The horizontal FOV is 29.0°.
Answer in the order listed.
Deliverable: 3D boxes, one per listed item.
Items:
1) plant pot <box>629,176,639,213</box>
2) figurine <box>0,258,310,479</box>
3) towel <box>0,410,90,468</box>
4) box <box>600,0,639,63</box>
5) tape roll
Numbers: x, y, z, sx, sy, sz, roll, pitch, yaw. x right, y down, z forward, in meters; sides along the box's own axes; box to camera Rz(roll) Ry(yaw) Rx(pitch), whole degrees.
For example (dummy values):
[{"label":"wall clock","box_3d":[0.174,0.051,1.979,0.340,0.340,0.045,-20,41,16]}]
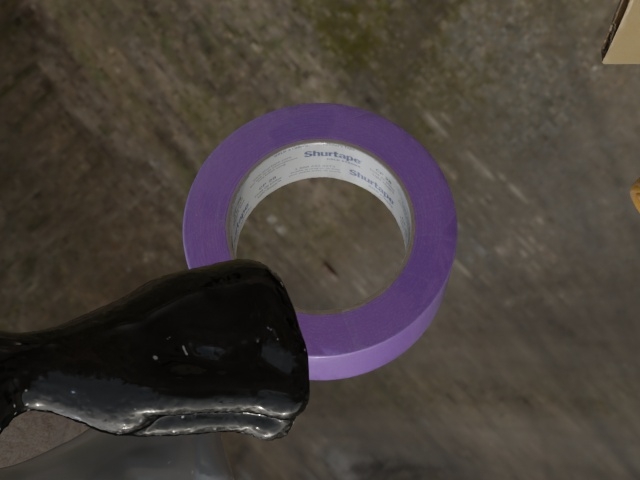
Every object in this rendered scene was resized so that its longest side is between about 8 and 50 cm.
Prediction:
[{"label":"plant pot","box_3d":[0.325,-0.029,0.735,0.205,0.188,0.205,43,-177,-3]},{"label":"figurine","box_3d":[-0.139,0.102,0.637,0.215,0.209,0.092,117,142,-46]},{"label":"towel","box_3d":[-0.247,0.260,1.034,0.187,0.282,0.049,27,142,-20]},{"label":"box","box_3d":[0.351,-0.197,1.030,0.164,0.201,0.021,93,176,-64]},{"label":"tape roll","box_3d":[0.000,0.000,1.269,0.275,0.275,0.090,43,165,16]}]
